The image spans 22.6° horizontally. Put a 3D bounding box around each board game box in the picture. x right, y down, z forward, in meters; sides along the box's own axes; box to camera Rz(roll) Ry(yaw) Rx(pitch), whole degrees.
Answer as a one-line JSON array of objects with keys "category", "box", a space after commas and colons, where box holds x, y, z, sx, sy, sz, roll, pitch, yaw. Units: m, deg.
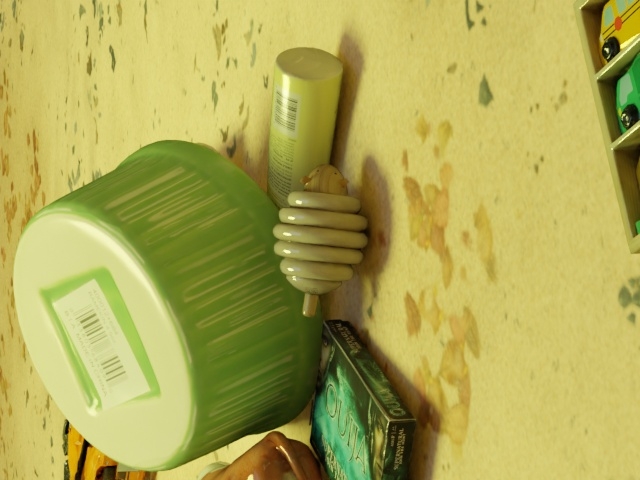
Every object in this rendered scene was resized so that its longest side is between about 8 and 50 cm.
[{"category": "board game box", "box": [0.032, 0.163, 1.364, 0.186, 0.026, 0.126, -127, 40, -62]}]

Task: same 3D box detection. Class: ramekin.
[{"category": "ramekin", "box": [-0.155, 0.070, 1.515, 0.303, 0.148, 0.303, 24, 127, 37]}]

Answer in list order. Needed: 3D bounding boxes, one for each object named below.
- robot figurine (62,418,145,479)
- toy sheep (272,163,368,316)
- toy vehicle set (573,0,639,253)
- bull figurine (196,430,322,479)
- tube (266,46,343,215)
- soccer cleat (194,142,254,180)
[{"category": "robot figurine", "box": [-0.283, 0.295, 2.105, 0.211, 0.085, 0.291, -116, 32, -45]}, {"category": "toy sheep", "box": [0.000, 0.000, 1.372, 0.091, 0.091, 0.132, -178, 91, -68]}, {"category": "toy vehicle set", "box": [0.228, -0.116, 0.853, 0.267, 0.035, 0.166, 133, 131, -61]}, {"category": "bull figurine", "box": [-0.064, 0.282, 1.539, 0.310, 0.101, 0.188, 126, 130, -65]}, {"category": "tube", "box": [-0.021, -0.059, 1.464, 0.070, 0.062, 0.240, -56, -22, -53]}, {"category": "soccer cleat", "box": [-0.150, -0.042, 1.727, 0.331, 0.116, 0.143, 25, 106, 60]}]
